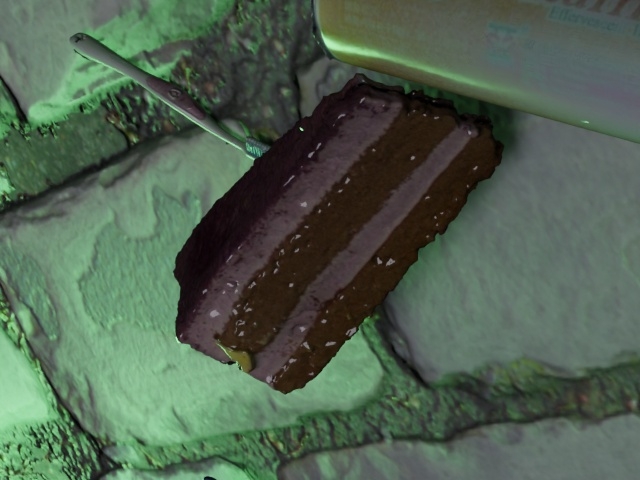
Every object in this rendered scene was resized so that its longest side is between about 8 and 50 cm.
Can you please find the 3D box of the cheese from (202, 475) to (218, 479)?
[{"bbox_3d":[-0.004,0.265,1.214,0.244,0.062,0.155,22,129,35],"label":"cheese"}]

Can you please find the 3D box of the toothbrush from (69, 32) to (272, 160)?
[{"bbox_3d":[-0.111,-0.105,1.102,0.204,0.017,0.022,32,145,25],"label":"toothbrush"}]

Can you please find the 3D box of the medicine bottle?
[{"bbox_3d":[0.185,-0.092,0.758,0.426,0.108,0.108,21,130,36],"label":"medicine bottle"}]

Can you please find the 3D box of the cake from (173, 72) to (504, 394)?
[{"bbox_3d":[0.000,0.000,0.970,0.116,0.112,0.295,19,142,-22],"label":"cake"}]
